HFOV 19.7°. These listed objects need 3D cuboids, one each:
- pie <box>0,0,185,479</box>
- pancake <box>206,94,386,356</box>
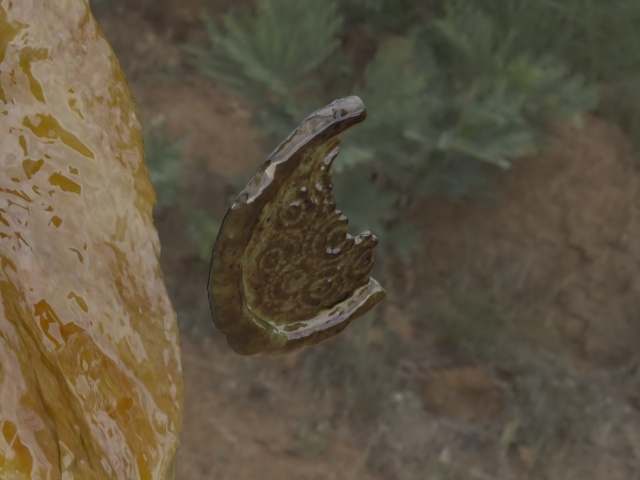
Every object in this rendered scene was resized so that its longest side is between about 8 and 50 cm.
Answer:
[{"bbox_3d":[-0.141,-0.026,0.654,0.083,0.339,0.339,-17,25,13],"label":"pie"},{"bbox_3d":[0.000,0.000,1.196,0.020,0.184,0.190,37,7,35],"label":"pancake"}]
